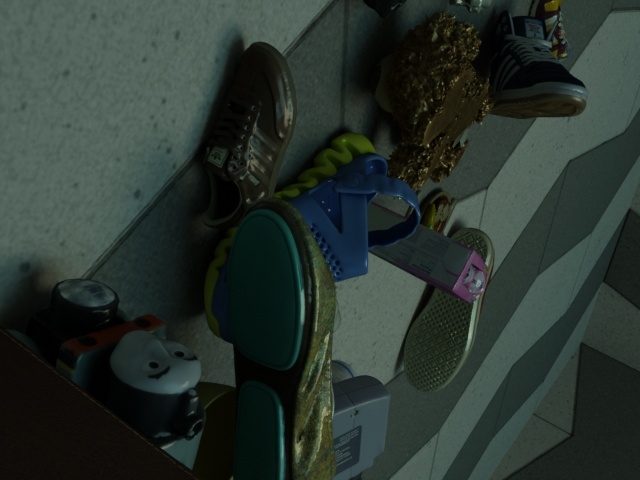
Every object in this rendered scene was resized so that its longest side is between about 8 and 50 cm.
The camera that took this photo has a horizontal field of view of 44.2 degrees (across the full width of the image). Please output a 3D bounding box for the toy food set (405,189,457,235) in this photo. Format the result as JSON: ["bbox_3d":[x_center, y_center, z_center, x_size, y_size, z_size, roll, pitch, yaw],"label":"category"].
[{"bbox_3d":[0.189,-0.018,1.314,0.192,0.039,0.132,1,114,-61],"label":"toy food set"}]

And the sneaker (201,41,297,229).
[{"bbox_3d":[-0.072,-0.090,0.746,0.071,0.066,0.188,-31,139,-46],"label":"sneaker"}]

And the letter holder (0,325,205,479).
[{"bbox_3d":[-0.243,0.116,0.365,0.214,0.302,0.152,14,102,-63],"label":"letter holder"}]

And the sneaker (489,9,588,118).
[{"bbox_3d":[0.308,-0.257,1.130,0.282,0.099,0.153,-130,-129,-80],"label":"sneaker"}]

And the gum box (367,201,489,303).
[{"bbox_3d":[0.135,0.016,1.080,0.062,0.188,0.107,-62,153,-1],"label":"gum box"}]

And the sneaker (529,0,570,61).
[{"bbox_3d":[0.386,-0.344,1.314,0.070,0.084,0.185,-19,131,-55],"label":"sneaker"}]

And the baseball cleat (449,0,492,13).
[{"bbox_3d":[0.164,-0.348,0.951,0.206,0.072,0.109,5,96,-67],"label":"baseball cleat"}]

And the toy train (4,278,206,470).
[{"bbox_3d":[-0.193,0.201,0.661,0.142,0.190,0.333,-15,127,-57],"label":"toy train"}]

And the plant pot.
[{"bbox_3d":[-0.148,0.204,0.842,0.134,0.095,0.134,-38,138,-45],"label":"plant pot"}]

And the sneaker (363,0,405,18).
[{"bbox_3d":[0.064,-0.317,0.739,0.109,0.130,0.286,-49,174,-12],"label":"sneaker"}]

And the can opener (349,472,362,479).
[{"bbox_3d":[0.001,0.527,1.419,0.283,0.095,0.076,-44,149,-33],"label":"can opener"}]

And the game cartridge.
[{"bbox_3d":[-0.040,0.300,1.083,0.297,0.062,0.198,-22,133,-23],"label":"game cartridge"}]

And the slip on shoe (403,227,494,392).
[{"bbox_3d":[0.251,0.134,1.489,0.101,0.123,0.331,-4,113,-64],"label":"slip on shoe"}]

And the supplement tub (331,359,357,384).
[{"bbox_3d":[0.003,0.227,1.172,0.107,0.071,0.071,-24,135,-52],"label":"supplement tub"}]

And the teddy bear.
[{"bbox_3d":[0.143,-0.178,1.034,0.338,0.113,0.245,-24,141,-62],"label":"teddy bear"}]

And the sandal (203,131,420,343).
[{"bbox_3d":[0.000,0.000,0.885,0.317,0.138,0.126,-46,151,-27],"label":"sandal"}]

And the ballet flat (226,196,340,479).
[{"bbox_3d":[-0.028,0.119,0.791,0.123,0.123,0.348,-21,119,-53],"label":"ballet flat"}]
